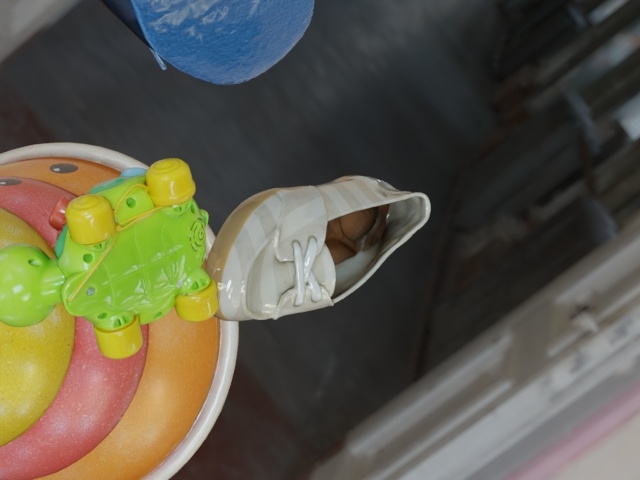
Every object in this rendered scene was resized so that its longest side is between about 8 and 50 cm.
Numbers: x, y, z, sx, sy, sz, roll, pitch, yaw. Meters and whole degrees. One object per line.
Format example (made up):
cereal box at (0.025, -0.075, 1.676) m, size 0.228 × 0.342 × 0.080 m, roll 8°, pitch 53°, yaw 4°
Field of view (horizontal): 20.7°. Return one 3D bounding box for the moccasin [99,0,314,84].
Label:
moccasin at (-0.109, -0.212, 1.039) m, size 0.117 × 0.138 × 0.342 m, roll 47°, pitch 1°, yaw 32°

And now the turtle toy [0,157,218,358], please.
turtle toy at (-0.116, 0.009, 0.926) m, size 0.066 × 0.130 × 0.095 m, roll 28°, pitch -45°, yaw 49°

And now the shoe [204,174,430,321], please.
shoe at (0.000, 0.000, 1.138) m, size 0.219 × 0.058 × 0.076 m, roll -28°, pitch 122°, yaw -55°

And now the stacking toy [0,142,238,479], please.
stacking toy at (-0.284, 0.069, 1.439) m, size 0.350 × 0.350 × 0.480 m, roll 55°, pitch 7°, yaw 10°
